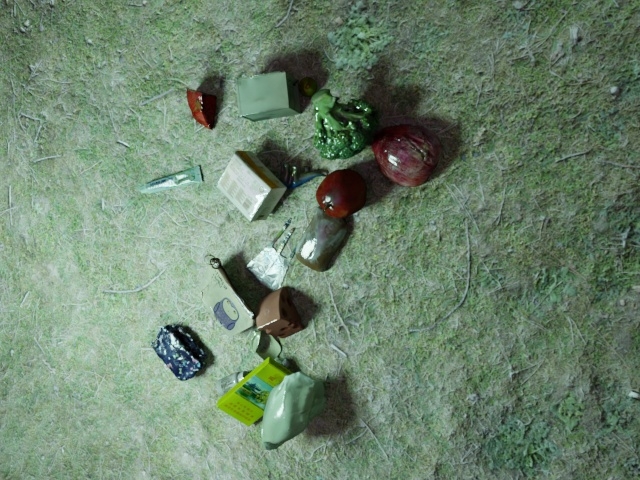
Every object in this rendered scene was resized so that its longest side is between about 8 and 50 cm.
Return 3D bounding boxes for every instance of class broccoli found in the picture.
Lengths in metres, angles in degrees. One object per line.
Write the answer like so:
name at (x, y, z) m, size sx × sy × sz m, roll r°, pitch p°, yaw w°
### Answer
broccoli at (0.072, -0.429, 1.638) m, size 0.270 × 0.269 × 0.270 m, roll -31°, pitch 120°, yaw 17°

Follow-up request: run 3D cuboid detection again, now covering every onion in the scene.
onion at (0.291, -0.325, 1.643) m, size 0.284 × 0.120 × 0.226 m, roll 23°, pitch 97°, yaw 13°

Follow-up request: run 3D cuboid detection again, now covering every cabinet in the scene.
cabinet at (-0.199, -0.559, 1.746) m, size 0.206 × 0.145 × 0.150 m, roll -4°, pitch 95°, yaw 17°

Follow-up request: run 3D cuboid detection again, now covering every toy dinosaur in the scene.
toy dinosaur at (-0.107, -0.214, 1.813) m, size 0.248 × 0.075 × 0.188 m, roll 9°, pitch 108°, yaw 10°

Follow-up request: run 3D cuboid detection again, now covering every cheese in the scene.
cheese at (-0.181, 0.314, 1.820) m, size 0.128 × 0.177 × 0.202 m, roll -25°, pitch 89°, yaw 17°

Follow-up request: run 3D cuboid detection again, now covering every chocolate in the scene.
chocolate at (-0.002, -0.001, 1.778) m, size 0.157 × 0.080 × 0.253 m, roll 30°, pitch 103°, yaw 6°

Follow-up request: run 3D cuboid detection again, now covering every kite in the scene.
kite at (-0.169, 0.066, 1.878) m, size 0.169 × 0.015 × 0.310 m, roll 41°, pitch 106°, yaw 6°

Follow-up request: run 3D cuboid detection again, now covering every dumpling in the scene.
dumpling at (-0.122, 0.667, 1.804) m, size 0.211 × 0.270 × 0.320 m, roll 51°, pitch 134°, yaw 10°

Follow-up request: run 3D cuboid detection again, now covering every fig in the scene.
fig at (-0.049, -0.590, 1.730) m, size 0.074 × 0.088 × 0.073 m, roll 0°, pitch 112°, yaw -1°

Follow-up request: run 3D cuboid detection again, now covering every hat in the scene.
hat at (-0.238, 0.434, 1.916) m, size 0.166 × 0.081 × 0.122 m, roll 46°, pitch 67°, yaw -8°

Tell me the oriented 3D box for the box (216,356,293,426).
box at (-0.262, 0.647, 1.911) m, size 0.335 × 0.047 × 0.187 m, roll -43°, pitch 112°, yaw 16°

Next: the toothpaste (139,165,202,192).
toothpaste at (-0.655, -0.255, 1.969) m, size 0.297 × 0.048 × 0.074 m, roll -12°, pitch 92°, yaw 14°

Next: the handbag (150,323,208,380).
handbag at (-0.625, 0.493, 2.007) m, size 0.260 × 0.113 × 0.162 m, roll 46°, pitch 112°, yaw 6°

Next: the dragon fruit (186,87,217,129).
dragon fruit at (-0.504, -0.541, 1.854) m, size 0.127 × 0.121 × 0.160 m, roll 10°, pitch 103°, yaw 21°

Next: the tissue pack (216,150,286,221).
tissue pack at (-0.275, -0.216, 1.794) m, size 0.225 × 0.124 × 0.185 m, roll 46°, pitch 117°, yaw 16°

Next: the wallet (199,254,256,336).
wallet at (-0.406, 0.248, 1.879) m, size 0.335 × 0.068 × 0.274 m, roll 52°, pitch 137°, yaw 12°

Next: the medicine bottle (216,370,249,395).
medicine bottle at (-0.377, 0.622, 1.964) m, size 0.140 × 0.079 × 0.079 m, roll -27°, pitch 88°, yaw 17°

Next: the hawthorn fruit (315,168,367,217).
hawthorn fruit at (0.067, -0.166, 1.678) m, size 0.190 × 0.251 × 0.189 m, roll 19°, pitch 124°, yaw 30°
